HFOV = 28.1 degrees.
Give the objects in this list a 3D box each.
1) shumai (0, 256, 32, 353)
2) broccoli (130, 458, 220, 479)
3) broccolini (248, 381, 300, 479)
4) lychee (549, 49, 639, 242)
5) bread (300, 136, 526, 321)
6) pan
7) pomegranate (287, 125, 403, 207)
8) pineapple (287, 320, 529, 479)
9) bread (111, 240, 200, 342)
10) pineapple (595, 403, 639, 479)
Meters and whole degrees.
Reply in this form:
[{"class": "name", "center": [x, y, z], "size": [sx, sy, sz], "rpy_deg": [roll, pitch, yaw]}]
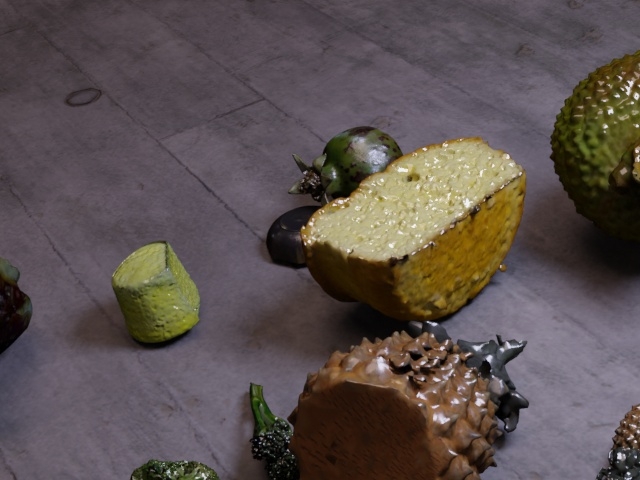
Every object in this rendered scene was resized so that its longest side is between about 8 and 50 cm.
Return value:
[{"class": "shumai", "center": [-0.573, 0.099, 1.760], "size": [0.348, 0.395, 0.395], "rpy_deg": [6, 27, -19]}, {"class": "broccoli", "center": [-0.162, 0.313, 1.420], "size": [0.162, 0.138, 0.145], "rpy_deg": [20, 75, 22]}, {"class": "broccolini", "center": [-0.060, 0.220, 1.592], "size": [0.058, 0.074, 0.201], "rpy_deg": [-28, 30, 6]}, {"class": "lychee", "center": [0.445, -0.128, 1.734], "size": [0.270, 0.269, 0.320], "rpy_deg": [17, 22, 38]}, {"class": "bread", "center": [0.140, 0.005, 1.756], "size": [0.194, 0.178, 0.340], "rpy_deg": [23, 44, 40]}, {"class": "pan", "center": [0.010, -0.008, 1.936], "size": [0.202, 0.048, 0.128], "rpy_deg": [12, 38, 32]}, {"class": "pomegranate", "center": [0.052, -0.110, 1.978], "size": [0.148, 0.148, 0.169], "rpy_deg": [21, 19, 41]}, {"class": "pineapple", "center": [0.125, 0.187, 1.476], "size": [0.223, 0.222, 0.357], "rpy_deg": [8, 19, 28]}, {"class": "bread", "center": [-0.236, 0.077, 1.827], "size": [0.111, 0.114, 0.129], "rpy_deg": [-21, 29, -2]}, {"class": "pineapple", "center": [0.340, 0.250, 1.415], "size": [0.074, 0.074, 0.159], "rpy_deg": [15, 49, 36]}]
